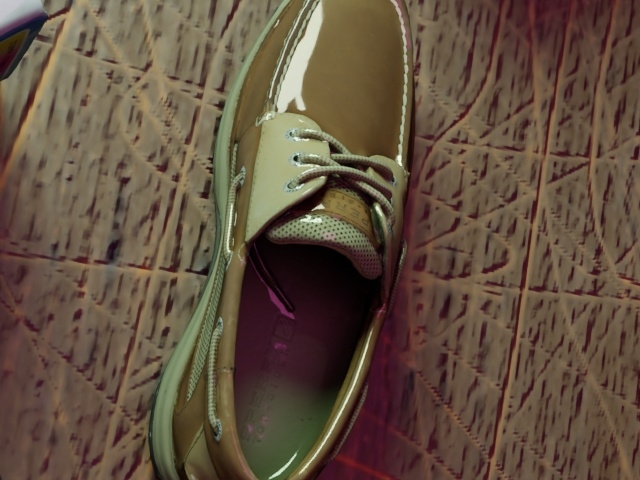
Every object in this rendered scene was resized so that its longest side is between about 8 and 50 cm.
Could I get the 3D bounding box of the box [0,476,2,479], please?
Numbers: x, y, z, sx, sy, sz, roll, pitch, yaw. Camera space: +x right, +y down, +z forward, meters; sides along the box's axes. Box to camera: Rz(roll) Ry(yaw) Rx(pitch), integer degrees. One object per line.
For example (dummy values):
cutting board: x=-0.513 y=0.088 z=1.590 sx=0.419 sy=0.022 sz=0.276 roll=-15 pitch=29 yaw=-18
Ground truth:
box: x=-0.285 y=0.127 z=0.567 sx=0.293 sy=0.073 sz=0.295 roll=-24 pitch=126 yaw=-24

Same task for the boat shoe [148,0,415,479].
boat shoe: x=0.000 y=0.000 z=0.750 sx=0.123 sy=0.120 sz=0.324 roll=16 pitch=75 yaw=-18

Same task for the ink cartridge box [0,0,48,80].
ink cartridge box: x=-0.371 y=-0.106 z=0.612 sx=0.395 sy=0.151 sz=0.270 roll=-34 pitch=94 yaw=-23
